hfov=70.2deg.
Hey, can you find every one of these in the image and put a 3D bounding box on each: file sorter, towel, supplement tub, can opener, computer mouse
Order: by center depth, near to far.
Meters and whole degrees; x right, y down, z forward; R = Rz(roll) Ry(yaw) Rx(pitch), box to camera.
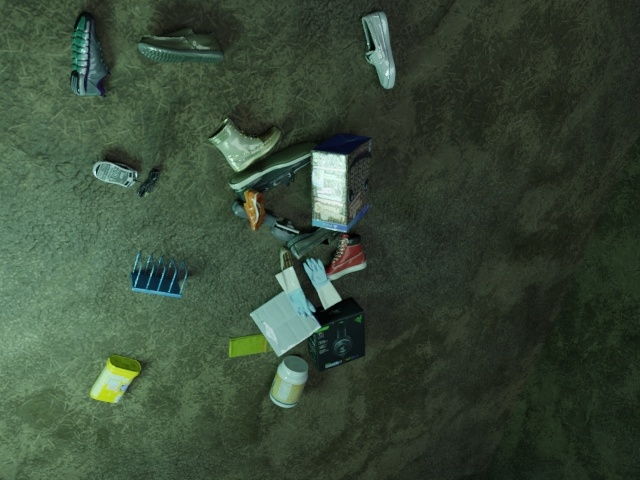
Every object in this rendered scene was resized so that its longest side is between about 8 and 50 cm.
[{"bbox_3d":[-0.633,-0.213,1.474,0.192,0.042,0.106,20,111,-38],"label":"computer mouse"},{"bbox_3d":[-0.576,0.121,1.631,0.170,0.118,0.105,15,106,-30],"label":"file sorter"},{"bbox_3d":[-0.208,-0.063,1.729,0.283,0.076,0.095,18,107,-30],"label":"can opener"},{"bbox_3d":[-0.283,0.460,2.007,0.237,0.021,0.102,-4,117,-23],"label":"towel"},{"bbox_3d":[-0.142,0.648,2.098,0.144,0.144,0.200,9,112,-28],"label":"supplement tub"}]

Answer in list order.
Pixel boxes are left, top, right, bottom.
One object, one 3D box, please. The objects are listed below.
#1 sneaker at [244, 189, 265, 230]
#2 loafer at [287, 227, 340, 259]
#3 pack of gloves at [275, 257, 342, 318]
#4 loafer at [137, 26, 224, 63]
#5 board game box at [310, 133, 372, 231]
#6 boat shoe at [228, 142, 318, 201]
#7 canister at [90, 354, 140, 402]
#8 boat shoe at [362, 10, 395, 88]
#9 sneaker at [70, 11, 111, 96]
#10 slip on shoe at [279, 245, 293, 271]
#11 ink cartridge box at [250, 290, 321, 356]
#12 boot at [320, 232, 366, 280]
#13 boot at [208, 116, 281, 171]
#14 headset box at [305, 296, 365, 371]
[{"bbox_3d":[-0.237,-0.110,1.619,0.064,0.067,0.175,-47,152,-43],"label":"sneaker"},{"bbox_3d":[0.000,0.000,1.828,0.267,0.084,0.096,-22,161,-20],"label":"loafer"},{"bbox_3d":[-0.045,0.199,1.871,0.195,0.046,0.232,-28,101,-2],"label":"pack of gloves"},{"bbox_3d":[-0.415,-0.584,1.357,0.251,0.094,0.088,-8,95,-31],"label":"loafer"},{"bbox_3d":[0.079,-0.216,1.671,0.232,0.141,0.291,-45,141,-51],"label":"board game box"},{"bbox_3d":[-0.151,-0.236,1.632,0.339,0.127,0.113,-28,126,-7],"label":"boat shoe"},{"bbox_3d":[-0.802,0.544,1.779,0.126,0.073,0.170,28,103,-33],"label":"canister"},{"bbox_3d":[0.198,-0.658,1.599,0.084,0.095,0.258,-19,112,-10],"label":"boat shoe"},{"bbox_3d":[-0.646,-0.523,1.294,0.098,0.083,0.224,-8,124,-48],"label":"sneaker"},{"bbox_3d":[-0.144,0.076,1.856,0.051,0.041,0.135,-22,141,-14],"label":"slip on shoe"},{"bbox_3d":[-0.145,0.336,1.926,0.223,0.045,0.223,-33,92,-3],"label":"ink cartridge box"},{"bbox_3d":[0.067,0.063,1.927,0.244,0.088,0.176,-20,114,-13],"label":"boot"},{"bbox_3d":[-0.255,-0.356,1.551,0.213,0.077,0.165,-38,123,2],"label":"boot"},{"bbox_3d":[0.070,0.420,2.082,0.246,0.131,0.283,-14,120,-19],"label":"headset box"}]
